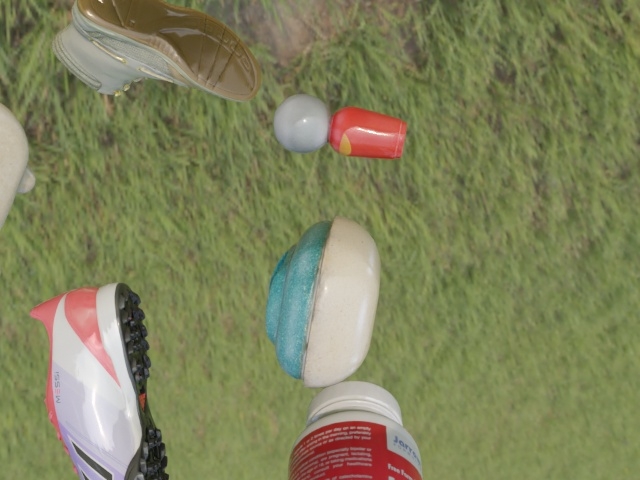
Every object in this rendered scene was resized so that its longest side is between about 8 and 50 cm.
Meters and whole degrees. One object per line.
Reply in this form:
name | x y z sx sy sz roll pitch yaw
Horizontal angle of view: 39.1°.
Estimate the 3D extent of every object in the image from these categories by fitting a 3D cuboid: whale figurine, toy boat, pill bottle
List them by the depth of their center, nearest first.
toy boat | 0.000 0.000 1.016 0.148 0.318 0.267 10 -178 3
whale figurine | -0.468 -0.064 1.133 0.216 0.141 0.271 -25 133 -45
pill bottle | 0.057 0.427 1.457 0.229 0.407 0.229 0 123 1

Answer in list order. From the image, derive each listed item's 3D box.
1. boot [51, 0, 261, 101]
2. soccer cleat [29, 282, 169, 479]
boot | -0.186 -0.201 1.009 0.213 0.077 0.165 24 160 -23
soccer cleat | -0.244 0.209 1.001 0.117 0.318 0.108 -9 176 5
